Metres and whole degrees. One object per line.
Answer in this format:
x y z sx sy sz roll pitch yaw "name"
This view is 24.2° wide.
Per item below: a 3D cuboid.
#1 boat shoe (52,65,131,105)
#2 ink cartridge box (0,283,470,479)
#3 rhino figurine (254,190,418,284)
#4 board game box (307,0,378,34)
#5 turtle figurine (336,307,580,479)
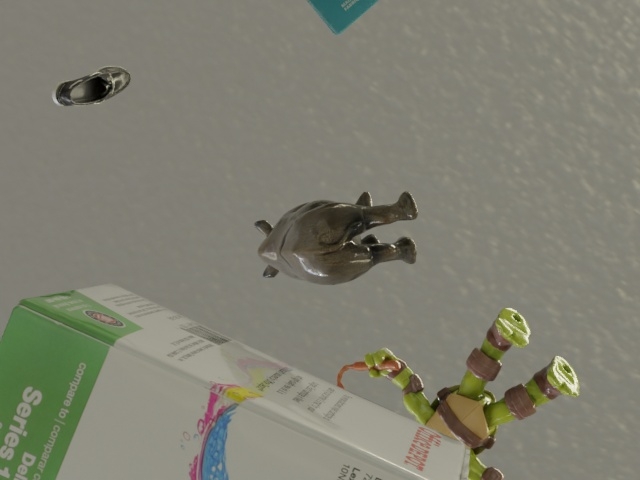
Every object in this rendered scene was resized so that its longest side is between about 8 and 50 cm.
-0.300 -0.206 2.004 0.038 0.125 0.046 11 -70 44 "boat shoe"
-0.057 0.136 0.935 0.278 0.201 0.117 24 -86 6 "ink cartridge box"
0.000 0.000 1.309 0.243 0.106 0.073 177 -102 -73 "rhino figurine"
0.029 -0.325 1.049 0.254 0.079 0.336 -40 -139 7 "board game box"
0.158 0.187 1.503 0.217 0.087 0.269 -45 -108 24 "turtle figurine"
